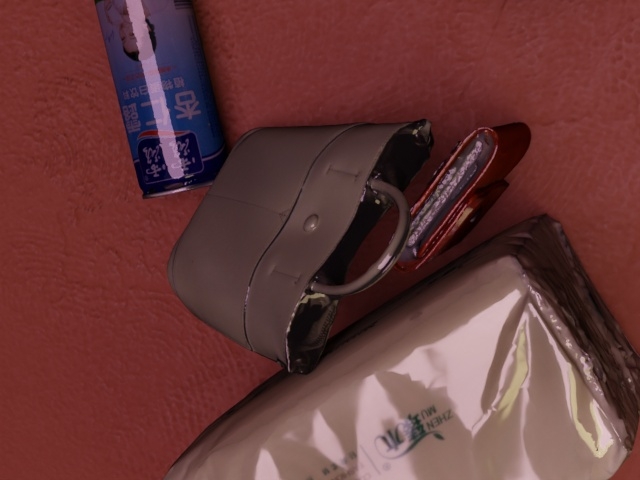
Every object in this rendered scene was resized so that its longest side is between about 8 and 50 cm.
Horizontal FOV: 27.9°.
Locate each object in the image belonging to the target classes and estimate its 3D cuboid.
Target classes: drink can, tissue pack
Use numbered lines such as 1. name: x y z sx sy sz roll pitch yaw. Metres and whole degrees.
1. drink can: -0.157 -0.164 1.262 0.097 0.097 0.235 -11 97 17
2. tissue pack: 0.085 0.163 1.143 0.380 0.297 0.207 -34 88 19

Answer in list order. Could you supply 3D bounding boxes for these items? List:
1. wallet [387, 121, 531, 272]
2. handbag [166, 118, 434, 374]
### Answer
1. wallet: 0.129 -0.042 1.144 0.045 0.204 0.142 38 105 9
2. handbag: 0.000 0.000 1.128 0.109 0.315 0.241 34 78 -32
